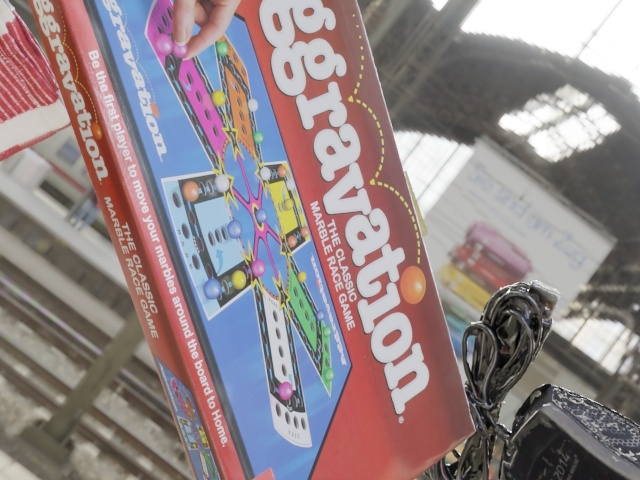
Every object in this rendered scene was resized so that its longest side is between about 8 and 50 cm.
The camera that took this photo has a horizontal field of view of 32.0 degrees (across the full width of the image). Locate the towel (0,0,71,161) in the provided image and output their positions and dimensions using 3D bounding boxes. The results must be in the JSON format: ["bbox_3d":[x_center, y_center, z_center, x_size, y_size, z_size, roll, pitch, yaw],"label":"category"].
[{"bbox_3d":[-0.391,-0.180,0.975,0.329,0.237,0.037,64,-2,-36],"label":"towel"}]

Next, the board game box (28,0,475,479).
[{"bbox_3d":[-0.020,-0.012,0.473,0.027,0.145,0.281,-2,-70,48],"label":"board game box"}]

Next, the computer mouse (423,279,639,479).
[{"bbox_3d":[0.197,0.168,0.771,0.072,0.189,0.272,-6,38,-40],"label":"computer mouse"}]

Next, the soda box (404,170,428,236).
[{"bbox_3d":[0.000,0.000,0.945,0.181,0.061,0.058,-25,-99,43],"label":"soda box"}]
